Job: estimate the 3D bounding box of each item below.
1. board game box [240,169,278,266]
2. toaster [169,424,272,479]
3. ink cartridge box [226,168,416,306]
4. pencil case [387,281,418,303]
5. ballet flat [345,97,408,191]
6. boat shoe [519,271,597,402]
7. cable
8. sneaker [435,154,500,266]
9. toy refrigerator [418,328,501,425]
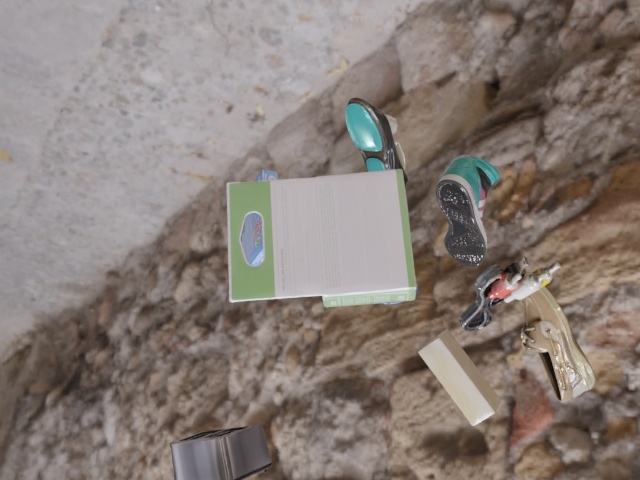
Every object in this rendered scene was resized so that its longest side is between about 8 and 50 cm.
[{"bbox_3d":[-0.132,-0.018,1.533,0.039,0.160,0.211,6,152,-22],"label":"board game box"},{"bbox_3d":[-0.228,0.480,1.704,0.168,0.110,0.185,-15,173,31],"label":"toaster"},{"bbox_3d":[0.000,0.000,1.007,0.234,0.171,0.056,-5,159,2],"label":"ink cartridge box"},{"bbox_3d":[0.144,0.012,1.929,0.133,0.306,0.119,-23,-165,-10],"label":"pencil case"},{"bbox_3d":[0.128,-0.206,1.674,0.095,0.096,0.281,14,139,37],"label":"ballet flat"},{"bbox_3d":[0.563,0.239,1.936,0.110,0.341,0.121,-28,176,-5],"label":"boat shoe"},{"bbox_3d":[0.326,0.121,1.465,0.139,0.072,0.287,-8,148,-26],"label":"cable"},{"bbox_3d":[0.357,-0.089,1.843,0.123,0.178,0.296,11,141,28],"label":"sneaker"},{"bbox_3d":[0.414,0.409,2.311,0.094,0.270,0.102,-39,173,25],"label":"toy refrigerator"}]
